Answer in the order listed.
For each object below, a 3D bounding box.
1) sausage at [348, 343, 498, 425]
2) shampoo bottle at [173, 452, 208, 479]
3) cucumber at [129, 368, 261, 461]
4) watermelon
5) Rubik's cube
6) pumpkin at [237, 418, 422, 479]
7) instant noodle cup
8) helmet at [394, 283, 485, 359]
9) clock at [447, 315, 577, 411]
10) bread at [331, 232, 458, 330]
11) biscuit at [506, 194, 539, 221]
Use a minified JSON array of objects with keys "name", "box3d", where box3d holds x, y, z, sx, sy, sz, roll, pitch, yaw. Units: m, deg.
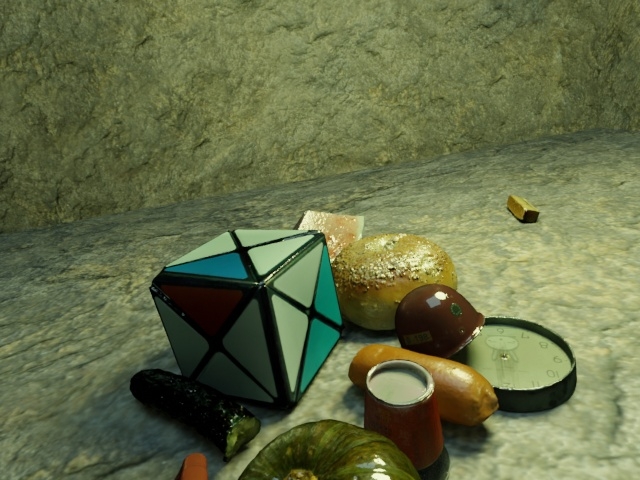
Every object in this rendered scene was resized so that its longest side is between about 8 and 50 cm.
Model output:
[{"name":"sausage","box3d":[0.152,0.221,0.640,0.238,0.098,0.098,6,24,39]},{"name":"shampoo bottle","box3d":[-0.146,0.341,0.450,0.085,0.086,0.244,-13,18,-11]},{"name":"cucumber","box3d":[-0.223,0.270,0.685,0.303,0.072,0.081,8,26,39]},{"name":"watermelon","box3d":[0.000,0.000,1.217,0.259,0.176,0.256,9,22,-20]},{"name":"Rubik's cube","box3d":[-0.123,0.129,0.777,0.249,0.249,0.246,1,22,26]},{"name":"pumpkin","box3d":[0.004,0.292,0.410,0.223,0.157,0.224,-19,25,9]},{"name":"instant noodle cup","box3d":[0.107,0.239,0.540,0.127,0.136,0.127,-6,20,2]},{"name":"helmet","box3d":[0.192,0.137,0.740,0.155,0.106,0.175,-34,0,-35]},{"name":"clock","box3d":[0.316,0.200,0.700,0.214,0.042,0.215,-8,20,3]},{"name":"bread","box3d":[0.156,0.076,0.938,0.305,0.159,0.305,-9,19,3]},{"name":"biscuit","box3d":[0.688,-0.110,1.390,0.056,0.052,0.188,7,23,6]}]
